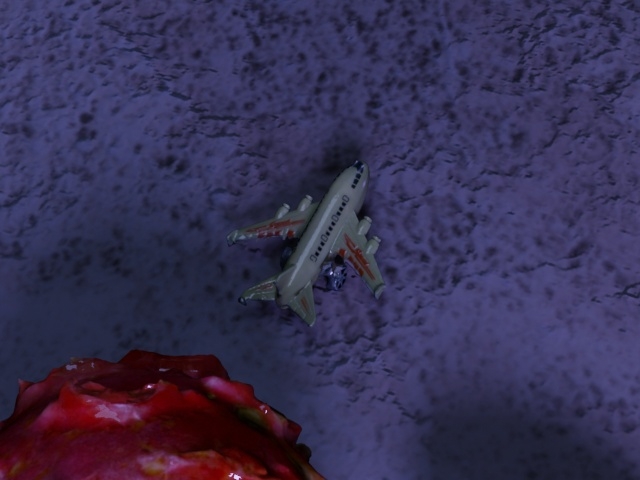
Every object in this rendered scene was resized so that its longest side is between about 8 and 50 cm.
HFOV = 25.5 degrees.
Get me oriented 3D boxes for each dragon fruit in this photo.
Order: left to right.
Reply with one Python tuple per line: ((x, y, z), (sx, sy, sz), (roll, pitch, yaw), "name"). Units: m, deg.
((-0.079, 0.176, 0.614), (0.205, 0.210, 0.268), (-24, 58, 13), "dragon fruit")

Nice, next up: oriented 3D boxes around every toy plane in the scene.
((0.000, 0.000, 0.821), (0.102, 0.040, 0.111), (22, 60, 21), "toy plane")
